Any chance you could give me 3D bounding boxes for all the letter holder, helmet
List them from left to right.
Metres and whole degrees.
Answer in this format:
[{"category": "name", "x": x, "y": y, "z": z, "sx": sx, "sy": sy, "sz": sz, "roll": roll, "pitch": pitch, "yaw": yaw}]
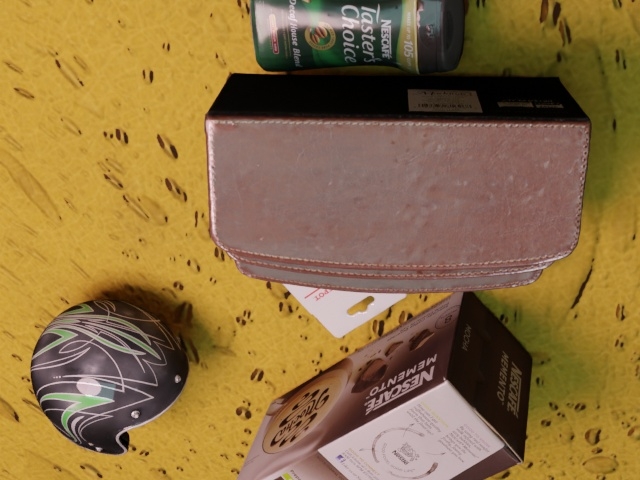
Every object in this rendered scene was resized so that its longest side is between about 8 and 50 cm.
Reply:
[{"category": "helmet", "x": -0.235, "y": 0.144, "z": 1.103, "sx": 0.169, "sy": 0.169, "sz": 0.161, "roll": 27, "pitch": 140, "yaw": 0}, {"category": "letter holder", "x": 0.062, "y": -0.025, "z": 0.875, "sx": 0.302, "sy": 0.152, "sz": 0.214, "roll": 1, "pitch": 112, "yaw": 3}]

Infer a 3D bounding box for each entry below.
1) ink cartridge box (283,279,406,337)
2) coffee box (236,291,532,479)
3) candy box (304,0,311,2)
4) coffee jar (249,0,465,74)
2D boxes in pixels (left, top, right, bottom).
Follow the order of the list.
[{"category": "ink cartridge box", "x": 0.000, "y": 0.000, "z": 1.009, "sx": 0.104, "sy": 0.061, "sz": 0.181, "roll": -35, "pitch": 105, "yaw": 29}, {"category": "coffee box", "x": 0.065, "y": 0.197, "z": 1.044, "sx": 0.297, "sy": 0.168, "sz": 0.119, "roll": -34, "pitch": 106, "yaw": 30}, {"category": "candy box", "x": -0.103, "y": -0.347, "z": 0.783, "sx": 0.316, "sy": 0.087, "sz": 0.183, "roll": 29, "pitch": 95, "yaw": -3}, {"category": "coffee jar", "x": 0.034, "y": -0.196, "z": 0.875, "sx": 0.184, "sy": 0.079, "sz": 0.096, "roll": 3, "pitch": 121, "yaw": 14}]
